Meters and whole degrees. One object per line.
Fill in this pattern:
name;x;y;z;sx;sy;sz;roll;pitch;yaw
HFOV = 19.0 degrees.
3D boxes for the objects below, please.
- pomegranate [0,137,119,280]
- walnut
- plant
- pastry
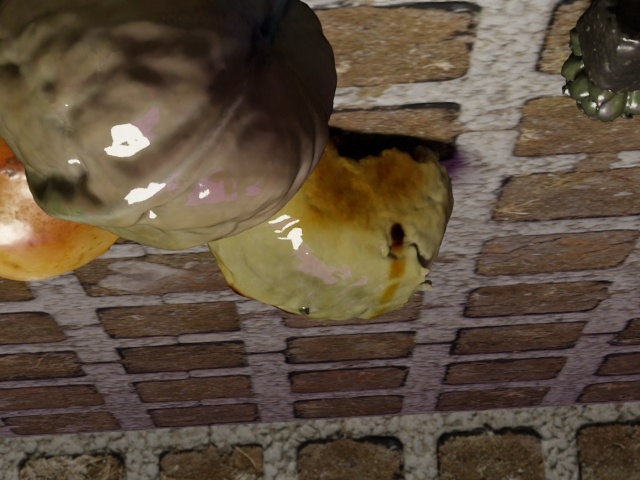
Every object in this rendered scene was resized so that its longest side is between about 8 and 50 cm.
pomegranate;-0.232;-0.072;1.529;0.209;0.209;0.209;-3;165;-1
walnut;-0.117;-0.108;1.349;0.248;0.248;0.248;-3;165;-1
plant;0.244;-0.155;1.537;0.092;0.094;0.143;-15;156;-12
pastry;-0.009;0.001;1.904;0.256;0.170;0.237;10;158;-26
